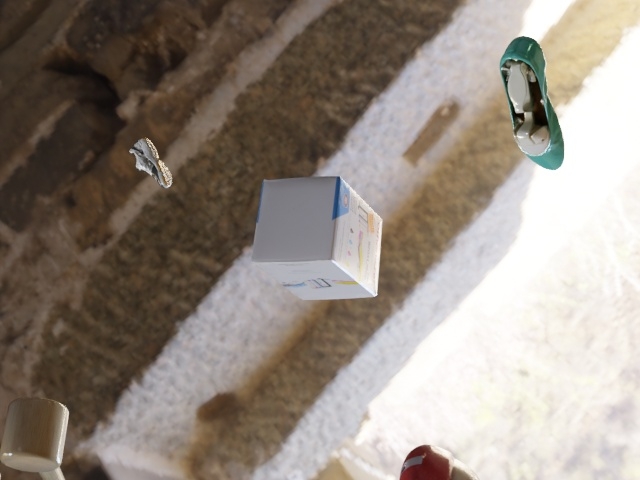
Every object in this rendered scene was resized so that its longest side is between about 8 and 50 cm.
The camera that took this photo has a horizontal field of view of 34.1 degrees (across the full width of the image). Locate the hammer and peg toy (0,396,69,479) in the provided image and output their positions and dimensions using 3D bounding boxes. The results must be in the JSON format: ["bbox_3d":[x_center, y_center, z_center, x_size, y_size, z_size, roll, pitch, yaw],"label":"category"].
[{"bbox_3d":[-0.416,0.258,1.045,0.361,0.127,0.266,-3,145,6],"label":"hammer and peg toy"}]

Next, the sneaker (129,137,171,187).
[{"bbox_3d":[-0.244,-0.105,1.494,0.037,0.083,0.032,-34,163,9],"label":"sneaker"}]

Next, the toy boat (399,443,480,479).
[{"bbox_3d":[0.039,0.268,0.884,0.231,0.151,0.151,-61,-177,25],"label":"toy boat"}]

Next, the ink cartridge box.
[{"bbox_3d":[0.000,0.000,2.016,0.232,0.168,0.171,40,52,-59],"label":"ink cartridge box"}]

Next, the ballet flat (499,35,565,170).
[{"bbox_3d":[0.344,-0.214,1.734,0.087,0.083,0.247,-42,123,-42],"label":"ballet flat"}]
